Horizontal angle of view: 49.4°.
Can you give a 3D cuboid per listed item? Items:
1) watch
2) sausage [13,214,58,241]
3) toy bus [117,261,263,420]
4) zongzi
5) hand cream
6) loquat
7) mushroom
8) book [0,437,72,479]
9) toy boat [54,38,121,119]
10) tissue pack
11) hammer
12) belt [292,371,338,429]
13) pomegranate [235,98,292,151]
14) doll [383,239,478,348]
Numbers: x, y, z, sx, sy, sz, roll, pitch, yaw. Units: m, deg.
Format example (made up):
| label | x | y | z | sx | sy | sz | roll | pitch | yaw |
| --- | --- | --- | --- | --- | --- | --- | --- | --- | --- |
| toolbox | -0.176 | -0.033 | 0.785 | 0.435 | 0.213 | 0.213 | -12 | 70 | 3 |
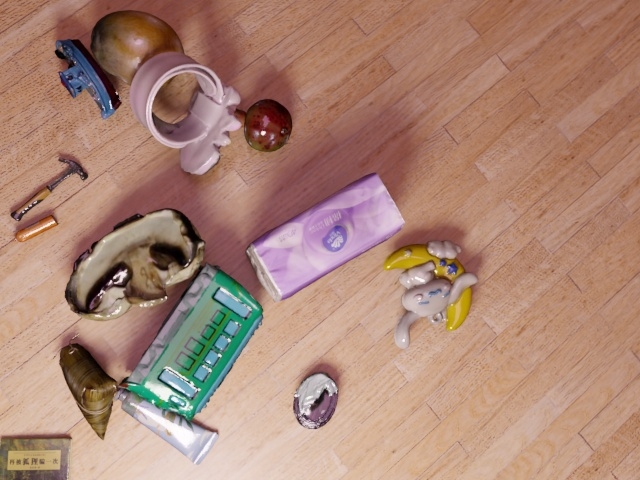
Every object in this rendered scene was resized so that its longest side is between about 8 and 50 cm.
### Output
| label | x | y | z | sx | sy | sz | roll | pitch | yaw |
| --- | --- | --- | --- | --- | --- | --- | --- | --- | --- |
| watch | -0.321 | -0.296 | 1.621 | 0.196 | 0.231 | 0.244 | 38 | 101 | 39 |
| sausage | -0.681 | -0.026 | 1.655 | 0.107 | 0.031 | 0.031 | -28 | 86 | -8 |
| toy bus | -0.283 | 0.234 | 1.587 | 0.199 | 0.183 | 0.344 | 35 | 80 | -7 |
| zongzi | -0.545 | 0.344 | 1.608 | 0.084 | 0.184 | 0.187 | -20 | 46 | -39 |
| hand cream | -0.363 | 0.420 | 1.619 | 0.256 | 0.055 | 0.088 | 36 | 84 | -7 |
| loquat | -0.442 | -0.463 | 1.678 | 0.227 | 0.179 | 0.179 | 28 | 79 | -5 |
| mushroom | -0.407 | 0.067 | 1.587 | 0.344 | 0.130 | 0.248 | -36 | 57 | 7 |
| book | -0.649 | 0.565 | 1.574 | 0.160 | 0.024 | 0.229 | 1 | 82 | -4 |
| toy boat | -0.575 | -0.388 | 1.685 | 0.097 | 0.100 | 0.223 | -35 | 85 | -19 |
| tissue pack | 0.000 | 0.000 | 1.622 | 0.338 | 0.242 | 0.160 | -31 | 89 | -9 |
| hammer | -0.663 | -0.122 | 1.675 | 0.201 | 0.021 | 0.078 | -42 | 88 | -11 |
| belt | -0.012 | 0.382 | 1.657 | 0.105 | 0.058 | 0.140 | 22 | 83 | 3 |
| pomegranate | -0.145 | -0.295 | 1.712 | 0.159 | 0.129 | 0.129 | 42 | 79 | 10 |
| doll | 0.268 | 0.119 | 1.701 | 0.252 | 0.111 | 0.238 | -15 | 85 | -17 |
